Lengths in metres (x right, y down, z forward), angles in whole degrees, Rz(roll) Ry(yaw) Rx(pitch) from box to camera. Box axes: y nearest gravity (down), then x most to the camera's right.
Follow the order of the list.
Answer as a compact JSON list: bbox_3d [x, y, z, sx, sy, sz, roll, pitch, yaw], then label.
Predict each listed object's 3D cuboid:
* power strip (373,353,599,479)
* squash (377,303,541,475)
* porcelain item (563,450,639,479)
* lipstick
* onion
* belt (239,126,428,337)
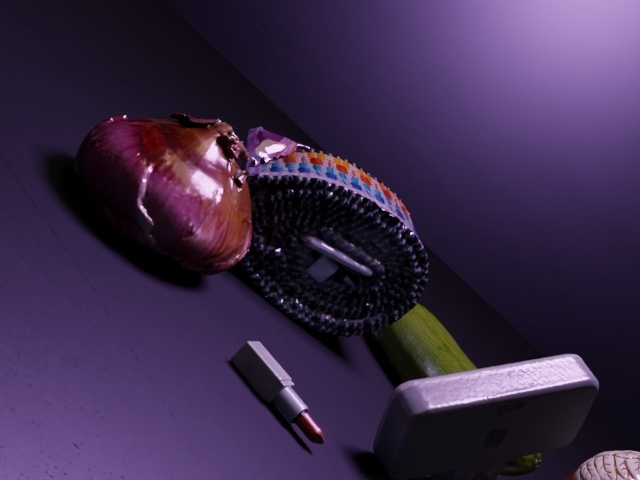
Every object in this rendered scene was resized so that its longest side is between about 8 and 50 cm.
[{"bbox_3d":[0.186,0.230,1.163,0.264,0.194,0.059,-5,39,-25],"label":"power strip"},{"bbox_3d":[0.177,0.202,1.433,0.107,0.107,0.395,33,13,-44],"label":"squash"},{"bbox_3d":[0.332,0.374,1.188,0.253,0.253,0.253,41,11,-10],"label":"porcelain item"},{"bbox_3d":[-0.039,0.160,1.019,0.129,0.030,0.030,47,11,20],"label":"lipstick"},{"bbox_3d":[-0.160,-0.073,1.130,0.230,0.163,0.230,34,18,-13],"label":"onion"},{"bbox_3d":[-0.001,-0.006,1.349,0.295,0.207,0.160,25,20,-15],"label":"belt"}]
